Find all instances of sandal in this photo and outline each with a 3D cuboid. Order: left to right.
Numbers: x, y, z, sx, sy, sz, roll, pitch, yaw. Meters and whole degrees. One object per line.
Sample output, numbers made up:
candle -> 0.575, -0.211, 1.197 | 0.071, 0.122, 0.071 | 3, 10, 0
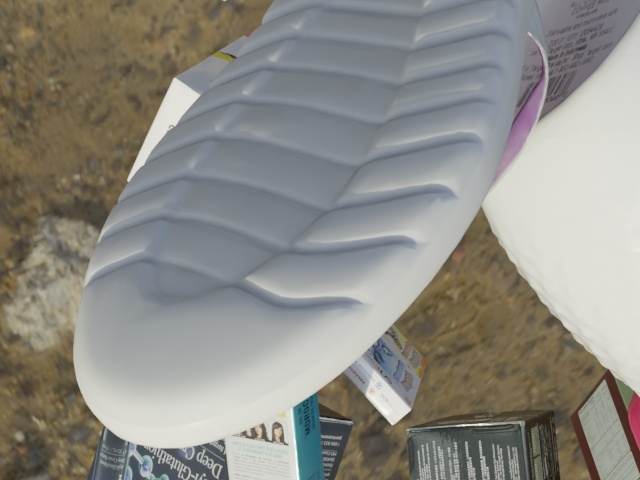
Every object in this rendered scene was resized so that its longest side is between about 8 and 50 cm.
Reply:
sandal -> 0.036, -0.061, 0.574 | 0.169, 0.102, 0.416 | 0, 47, 34

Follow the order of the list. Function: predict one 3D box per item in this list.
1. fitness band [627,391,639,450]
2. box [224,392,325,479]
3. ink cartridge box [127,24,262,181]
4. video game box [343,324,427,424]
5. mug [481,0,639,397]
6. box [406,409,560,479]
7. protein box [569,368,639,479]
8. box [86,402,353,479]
fitness band -> 0.457, 0.246, 1.344 | 0.209, 0.054, 0.291 | 16, 27, -13
box -> -0.058, 0.199, 1.394 | 0.101, 0.060, 0.244 | 5, 109, 28
ink cartridge box -> -0.089, -0.095, 1.014 | 0.067, 0.115, 0.198 | 34, 34, 6
video game box -> 0.078, 0.168, 1.867 | 0.048, 0.205, 0.187 | -39, 95, 19
mug -> 0.268, -0.020, 0.657 | 0.328, 0.374, 0.276 | 35, 88, -18
box -> 0.117, 0.206, 0.798 | 0.078, 0.147, 0.180 | -7, 84, 17
protein box -> 0.513, 0.313, 1.799 | 0.200, 0.136, 0.201 | 8, 45, -19
box -> -0.175, 0.383, 1.751 | 0.293, 0.212, 0.395 | 21, 95, 44
